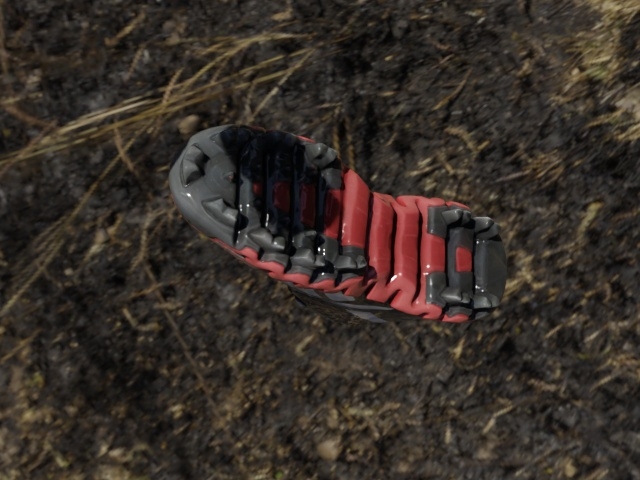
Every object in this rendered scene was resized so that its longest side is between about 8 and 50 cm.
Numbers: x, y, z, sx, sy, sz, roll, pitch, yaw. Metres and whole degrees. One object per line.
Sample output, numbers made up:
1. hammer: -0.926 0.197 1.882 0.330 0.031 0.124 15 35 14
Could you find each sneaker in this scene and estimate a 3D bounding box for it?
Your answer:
1. sneaker: 0.000 0.001 0.683 0.135 0.276 0.097 -14 64 49
